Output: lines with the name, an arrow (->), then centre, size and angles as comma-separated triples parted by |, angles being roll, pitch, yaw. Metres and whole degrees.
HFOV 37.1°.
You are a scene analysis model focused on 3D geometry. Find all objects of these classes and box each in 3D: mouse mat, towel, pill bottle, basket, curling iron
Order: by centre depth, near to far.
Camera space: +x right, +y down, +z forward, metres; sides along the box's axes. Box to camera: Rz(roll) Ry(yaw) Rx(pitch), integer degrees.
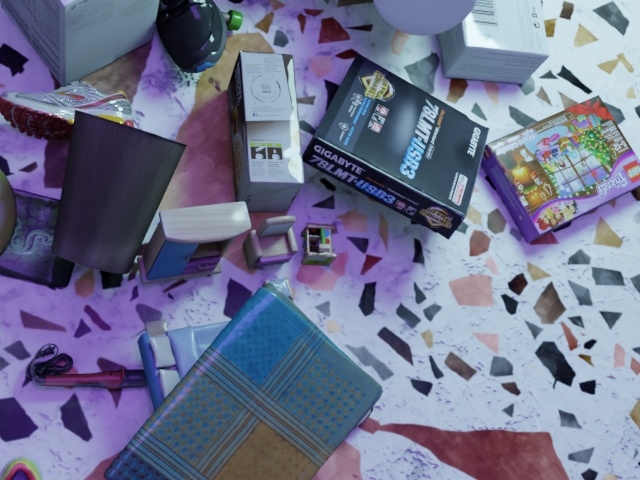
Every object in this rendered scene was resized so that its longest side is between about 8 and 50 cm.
towel -> -0.107, 0.282, 1.434 | 0.271, 0.040, 0.370 | 46, 75, -19
curling iron -> -0.325, 0.206, 1.514 | 0.274, 0.035, 0.068 | 7, 69, -13
basket -> -0.335, -0.073, 1.518 | 0.204, 0.154, 0.227 | 19, 92, 30
mouse mat -> -0.489, -0.010, 1.563 | 0.189, 0.007, 0.153 | 13, 68, -10
pill bottle -> 0.184, -0.569, 1.769 | 0.224, 0.224, 0.392 | 12, 45, -11

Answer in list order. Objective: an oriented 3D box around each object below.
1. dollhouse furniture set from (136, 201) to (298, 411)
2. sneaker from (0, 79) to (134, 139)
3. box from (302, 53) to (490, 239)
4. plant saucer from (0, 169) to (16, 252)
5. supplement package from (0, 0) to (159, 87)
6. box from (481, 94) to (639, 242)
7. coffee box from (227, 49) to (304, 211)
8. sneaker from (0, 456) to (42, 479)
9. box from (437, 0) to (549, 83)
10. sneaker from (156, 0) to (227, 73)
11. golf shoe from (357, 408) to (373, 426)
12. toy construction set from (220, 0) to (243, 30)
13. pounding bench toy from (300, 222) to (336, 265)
dollhouse furniture set -> -0.129, 0.117, 1.495 | 0.286, 0.198, 0.303 | -8, 72, -24
sneaker -> -0.431, -0.224, 1.621 | 0.225, 0.088, 0.093 | 5, 65, -24
box -> 0.145, -0.174, 1.711 | 0.293, 0.073, 0.295 | 28, 43, -2
plant saucer -> -0.611, -0.051, 1.522 | 0.241, 0.037, 0.241 | 5, 69, -13
supplement package -> -0.404, -0.434, 1.599 | 0.199, 0.263, 0.198 | -36, 83, -24
box -> 0.474, -0.143, 1.854 | 0.293, 0.057, 0.201 | -25, 80, -22
coffee box -> -0.098, -0.188, 1.664 | 0.098, 0.141, 0.247 | 0, 71, -16
sneaker -> -0.434, 0.415, 1.376 | 0.081, 0.094, 0.209 | -6, 74, -19
box -> 0.336, -0.420, 1.882 | 0.181, 0.119, 0.181 | 2, 70, -16
sneaker -> -0.269, -0.453, 1.698 | 0.125, 0.139, 0.341 | -25, 70, 13
golf shoe -> 0.004, 0.280, 1.550 | 0.198, 0.094, 0.077 | -10, 72, -20
toy construction set -> -0.053, -0.566, 1.798 | 0.237, 0.257, 0.309 | 13, 58, -30
pounding bench toy -> 0.000, 0.000, 1.654 | 0.052, 0.083, 0.065 | 3, 71, -14
